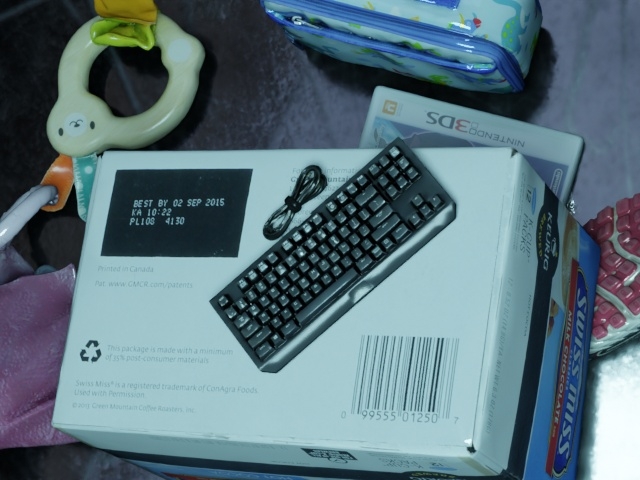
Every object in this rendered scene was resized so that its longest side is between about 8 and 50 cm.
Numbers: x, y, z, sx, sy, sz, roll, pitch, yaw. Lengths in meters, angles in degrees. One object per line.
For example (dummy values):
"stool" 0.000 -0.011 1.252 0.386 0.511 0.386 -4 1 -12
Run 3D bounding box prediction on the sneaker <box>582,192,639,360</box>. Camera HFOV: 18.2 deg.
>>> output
"sneaker" 0.309 0.012 1.590 0.299 0.112 0.121 -34 39 16

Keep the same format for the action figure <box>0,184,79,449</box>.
"action figure" -0.351 0.118 1.599 0.370 0.248 0.275 -13 89 -12

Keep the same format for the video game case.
"video game case" 0.106 -0.013 1.673 0.183 0.023 0.201 15 86 13

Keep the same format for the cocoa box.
"cocoa box" 0.012 0.071 1.526 0.347 0.228 0.231 1 71 25

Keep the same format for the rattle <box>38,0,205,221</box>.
"rattle" -0.191 -0.117 1.691 0.130 0.143 0.199 39 86 -1

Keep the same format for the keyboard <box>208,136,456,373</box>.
"keyboard" 0.000 0.000 1.412 0.180 0.023 0.108 -41 59 5

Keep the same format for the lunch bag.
"lunch bag" 0.065 -0.188 1.626 0.219 0.176 0.090 16 86 12
